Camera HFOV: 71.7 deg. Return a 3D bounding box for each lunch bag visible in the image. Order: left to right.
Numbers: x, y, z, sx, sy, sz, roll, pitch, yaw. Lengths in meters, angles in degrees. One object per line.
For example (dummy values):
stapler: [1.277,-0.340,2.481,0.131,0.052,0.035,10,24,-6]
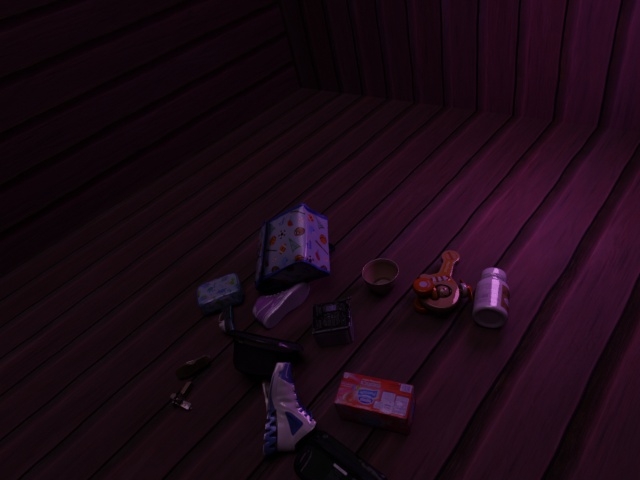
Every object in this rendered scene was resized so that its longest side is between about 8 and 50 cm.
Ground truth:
lunch bag: [-0.488,0.257,2.167,0.219,0.090,0.176,-21,37,-5]
lunch bag: [-0.168,0.050,2.130,0.386,0.239,0.327,-23,52,35]

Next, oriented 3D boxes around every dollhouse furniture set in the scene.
dollhouse furniture set: [-0.530,0.617,1.778,0.081,0.090,0.114,18,45,14]

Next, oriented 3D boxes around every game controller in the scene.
game controller: [0.059,0.756,1.430,0.319,0.067,0.166,22,67,38]

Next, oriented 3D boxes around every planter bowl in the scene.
planter bowl: [0.275,0.175,1.992,0.162,0.109,0.162,-9,40,8]

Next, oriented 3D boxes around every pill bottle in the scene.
pill bottle: [0.687,0.224,1.777,0.131,0.131,0.229,4,43,23]

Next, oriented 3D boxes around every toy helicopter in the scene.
toy helicopter: [0.545,0.167,1.893,0.235,0.140,0.355,9,43,24]

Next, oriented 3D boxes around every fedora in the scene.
fedora: [-0.236,0.457,1.764,0.334,0.334,0.152,6,77,25]

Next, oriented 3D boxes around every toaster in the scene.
toaster: [0.059,0.342,1.867,0.186,0.110,0.168,-11,40,7]

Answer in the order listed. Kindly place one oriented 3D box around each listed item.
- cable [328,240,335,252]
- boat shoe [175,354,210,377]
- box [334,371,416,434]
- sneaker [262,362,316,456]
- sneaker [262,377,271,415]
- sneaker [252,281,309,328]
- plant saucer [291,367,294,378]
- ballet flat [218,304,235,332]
cable: [0.000,0.000,2.270,0.047,0.151,0.184,-51,43,4]
boat shoe: [-0.545,0.538,1.897,0.153,0.048,0.056,-30,86,-11]
box: [0.192,0.566,1.547,0.257,0.122,0.128,4,43,23]
sneaker: [-0.100,0.597,1.570,0.183,0.127,0.315,7,74,-6]
sneaker: [-0.165,0.600,1.678,0.086,0.064,0.192,-17,45,-2]
sneaker: [-0.193,0.266,2.055,0.282,0.102,0.161,-37,40,-23]
plant saucer: [-0.142,0.542,1.775,0.084,0.015,0.083,-10,39,8]
ballet flat: [-0.429,0.375,2.028,0.074,0.074,0.203,-20,33,-4]
